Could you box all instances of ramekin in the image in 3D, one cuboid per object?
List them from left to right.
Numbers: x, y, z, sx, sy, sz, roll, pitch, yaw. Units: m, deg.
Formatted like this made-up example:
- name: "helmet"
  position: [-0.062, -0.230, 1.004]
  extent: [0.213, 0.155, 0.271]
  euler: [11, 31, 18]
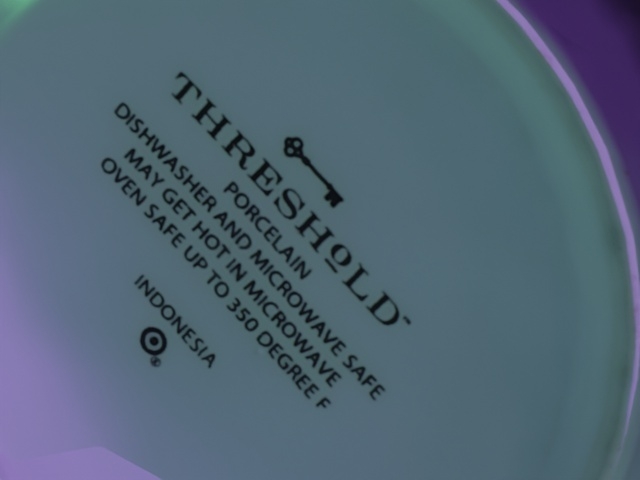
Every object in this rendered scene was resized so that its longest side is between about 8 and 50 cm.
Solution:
- name: "ramekin"
  position: [0.000, 0.000, 0.528]
  extent: [0.273, 0.127, 0.273]
  euler: [6, 106, 22]
